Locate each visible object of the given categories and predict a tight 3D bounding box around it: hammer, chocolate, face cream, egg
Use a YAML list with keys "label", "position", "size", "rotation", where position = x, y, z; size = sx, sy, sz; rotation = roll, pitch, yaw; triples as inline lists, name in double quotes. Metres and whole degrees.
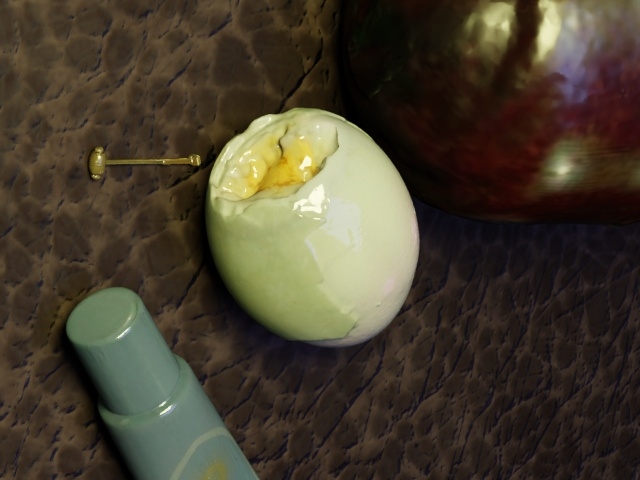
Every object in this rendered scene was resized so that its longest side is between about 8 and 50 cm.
- label: "hammer"
  position: [-0.148, -0.067, 1.692]
  size: [0.123, 0.014, 0.029]
  rotation: [-4, 112, -46]
- label: "chocolate"
  position: [0.185, -0.191, 1.791]
  size: [0.331, 0.384, 0.383]
  rotation: [1, 100, -32]
- label: "face cream"
  position: [-0.118, 0.195, 1.747]
  size: [0.135, 0.086, 0.385]
  rotation: [-48, 135, -26]
- label: "egg"
  position: [0.000, 0.000, 1.740]
  size: [0.183, 0.183, 0.217]
  rotation: [-54, 136, -21]
